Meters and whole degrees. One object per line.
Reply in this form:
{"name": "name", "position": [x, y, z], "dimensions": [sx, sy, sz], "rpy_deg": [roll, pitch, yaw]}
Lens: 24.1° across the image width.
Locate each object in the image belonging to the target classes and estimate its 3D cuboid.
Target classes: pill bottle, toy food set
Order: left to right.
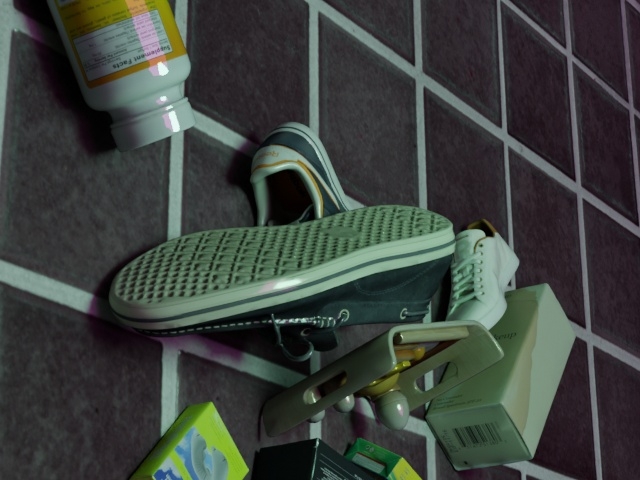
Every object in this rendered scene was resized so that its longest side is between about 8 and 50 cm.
{"name": "pill bottle", "position": [-0.237, -0.237, 1.799], "dimensions": [0.136, 0.136, 0.246], "rpy_deg": [-33, 105, -56]}
{"name": "toy food set", "position": [0.091, 0.200, 2.034], "dimensions": [0.306, 0.219, 0.092], "rpy_deg": [1, 61, -57]}

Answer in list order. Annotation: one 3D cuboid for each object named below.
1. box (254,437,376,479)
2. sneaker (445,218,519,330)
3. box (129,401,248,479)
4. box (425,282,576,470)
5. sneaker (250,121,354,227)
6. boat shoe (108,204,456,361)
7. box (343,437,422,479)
{"name": "box", "position": [0.018, 0.399, 1.970], "dimensions": [0.261, 0.103, 0.184], "rpy_deg": [42, 44, -42]}
{"name": "sneaker", "position": [0.241, 0.061, 2.455], "dimensions": [0.123, 0.106, 0.290], "rpy_deg": [57, 27, -16]}
{"name": "box", "position": [-0.161, 0.287, 1.798], "dimensions": [0.109, 0.042, 0.178], "rpy_deg": [63, 34, -17]}
{"name": "box", "position": [0.296, 0.217, 2.425], "dimensions": [0.121, 0.148, 0.311], "rpy_deg": [59, 34, -23]}
{"name": "sneaker", "position": [0.000, 0.000, 2.082], "dimensions": [0.321, 0.126, 0.127], "rpy_deg": [56, 34, -15]}
{"name": "boat shoe", "position": [-0.035, 0.067, 1.887], "dimensions": [0.500, 0.187, 0.156], "rpy_deg": [-10, 117, -38]}
{"name": "box", "position": [0.118, 0.359, 2.134], "dimensions": [0.043, 0.105, 0.179], "rpy_deg": [-51, 124, -16]}
